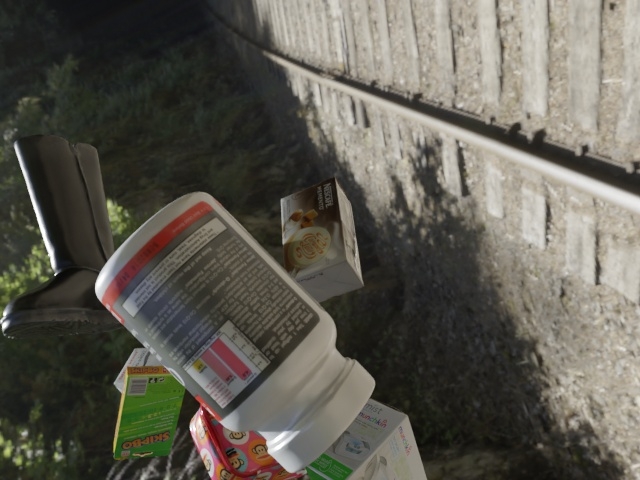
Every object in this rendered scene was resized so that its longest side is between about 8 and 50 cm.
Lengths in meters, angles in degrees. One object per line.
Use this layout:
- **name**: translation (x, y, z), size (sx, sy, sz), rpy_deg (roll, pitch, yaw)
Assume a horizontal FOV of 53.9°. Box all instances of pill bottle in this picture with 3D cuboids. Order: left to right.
- **pill bottle**: translation (-0.110, 0.126, 0.867), size (0.363, 0.210, 0.210), rpy_deg (45, 168, 2)

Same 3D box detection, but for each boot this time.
- **boot**: translation (-0.569, -0.024, 1.348), size (0.367, 0.146, 0.445), rpy_deg (35, -139, -77)

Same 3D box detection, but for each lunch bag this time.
- **lunch bag**: translation (-0.158, 0.456, 1.521), size (0.258, 0.293, 0.120), rpy_deg (53, 126, 35)

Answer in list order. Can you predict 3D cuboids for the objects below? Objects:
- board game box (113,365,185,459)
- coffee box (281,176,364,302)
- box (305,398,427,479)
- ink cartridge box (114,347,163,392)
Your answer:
- **board game box**: translation (-0.366, 0.371, 1.345), size (0.039, 0.124, 0.259), rpy_deg (-121, 42, -52)
- **coffee box**: translation (0.000, 0.000, 1.331), size (0.098, 0.141, 0.247), rpy_deg (55, -158, -43)
- **box**: translation (0.113, 0.542, 1.433), size (0.126, 0.231, 0.262), rpy_deg (13, 129, 47)
- **ink cartridge box**: translation (-0.400, 0.315, 1.499), size (0.063, 0.150, 0.109), rpy_deg (61, -145, -34)
